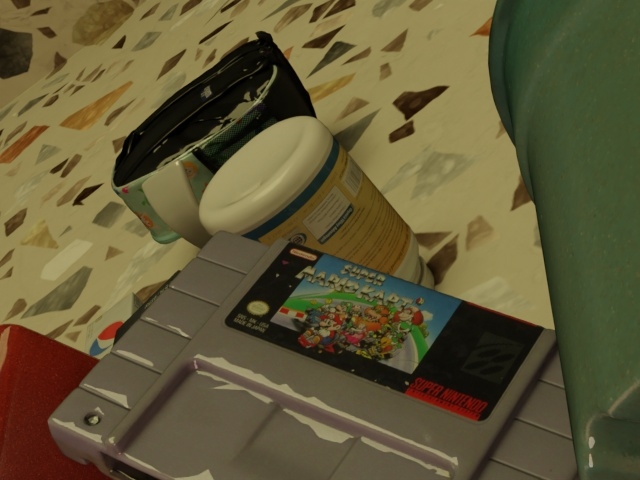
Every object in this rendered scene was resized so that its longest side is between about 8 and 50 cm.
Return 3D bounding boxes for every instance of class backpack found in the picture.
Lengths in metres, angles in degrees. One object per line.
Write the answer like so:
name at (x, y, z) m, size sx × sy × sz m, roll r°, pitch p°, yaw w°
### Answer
backpack at (-0.121, -0.104, 1.575) m, size 0.253 × 0.191 × 0.225 m, roll -31°, pitch 23°, yaw 6°

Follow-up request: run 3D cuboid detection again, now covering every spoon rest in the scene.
spoon rest at (-0.064, -0.028, 1.364) m, size 0.137 × 0.276 × 0.084 m, roll -30°, pitch 71°, yaw 33°

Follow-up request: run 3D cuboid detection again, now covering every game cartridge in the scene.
game cartridge at (0.013, 0.117, 0.919) m, size 0.355 × 0.068 × 0.230 m, roll 18°, pitch 55°, yaw 28°

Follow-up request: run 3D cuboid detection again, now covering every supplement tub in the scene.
supplement tub at (0.000, 0.000, 1.213) m, size 0.144 × 0.199 × 0.144 m, roll -33°, pitch 25°, yaw 18°

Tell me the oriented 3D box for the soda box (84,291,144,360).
soda box at (-0.215, 0.148, 1.443) m, size 0.074 × 0.069 × 0.216 m, roll -36°, pitch 24°, yaw 11°

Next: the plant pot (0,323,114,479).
plant pot at (-0.228, 0.253, 1.052) m, size 0.267 × 0.267 × 0.235 m, roll -27°, pitch 44°, yaw 43°

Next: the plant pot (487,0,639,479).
plant pot at (0.262, -0.006, 0.723) m, size 0.341 × 0.341 × 0.334 m, roll -26°, pitch 36°, yaw 30°

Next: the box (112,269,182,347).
box at (-0.139, 0.136, 1.227) m, size 0.156 × 0.093 × 0.158 m, roll -41°, pitch 34°, yaw 50°
